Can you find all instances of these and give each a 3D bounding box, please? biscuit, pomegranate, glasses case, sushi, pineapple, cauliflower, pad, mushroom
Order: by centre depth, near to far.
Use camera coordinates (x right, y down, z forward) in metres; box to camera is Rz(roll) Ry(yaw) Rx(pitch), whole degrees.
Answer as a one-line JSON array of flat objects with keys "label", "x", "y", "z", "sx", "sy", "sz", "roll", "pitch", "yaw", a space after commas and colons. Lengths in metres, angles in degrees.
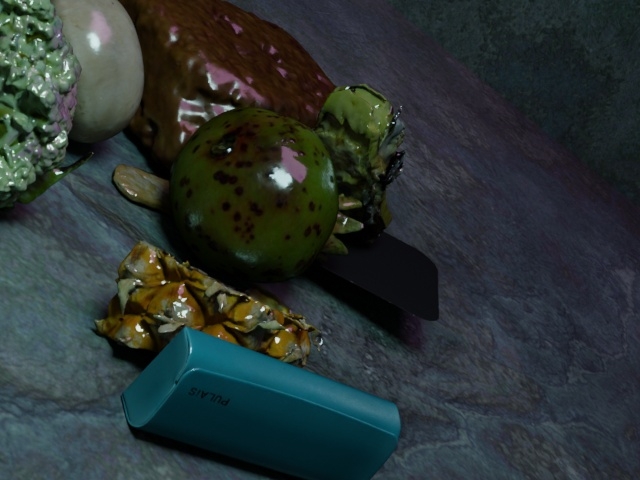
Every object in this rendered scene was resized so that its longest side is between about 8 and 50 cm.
[{"label": "cauliflower", "x": -0.387, "y": -0.154, "z": 1.395, "sx": 0.315, "sy": 0.239, "sz": 0.256, "roll": 20, "pitch": 61, "yaw": -30}, {"label": "glasses case", "x": -0.053, "y": 0.189, "z": 1.411, "sx": 0.301, "sy": 0.117, "sz": 0.070, "roll": 24, "pitch": 30, "yaw": -35}, {"label": "pineapple", "x": -0.121, "y": 0.087, "z": 1.461, "sx": 0.236, "sy": 0.114, "sz": 0.186, "roll": 24, "pitch": 4, "yaw": -15}, {"label": "mushroom", "x": -0.323, "y": -0.217, "z": 1.669, "sx": 0.204, "sy": 0.204, "sz": 0.204, "roll": 35, "pitch": 23, "yaw": -17}, {"label": "pomegranate", "x": -0.053, "y": -0.038, "z": 1.702, "sx": 0.286, "sy": 0.231, "sz": 0.231, "roll": 33, "pitch": 23, "yaw": -29}, {"label": "biscuit", "x": -0.212, "y": -0.062, "z": 1.743, "sx": 0.147, "sy": 0.018, "sz": 0.071, "roll": 22, "pitch": 32, "yaw": -43}, {"label": "sushi", "x": 0.044, "y": -0.115, "z": 1.866, "sx": 0.139, "sy": 0.131, "sz": 0.291, "roll": 35, "pitch": -20, "yaw": 20}, {"label": "biscuit", "x": -0.135, "y": -0.227, "z": 1.958, "sx": 0.395, "sy": 0.166, "sz": 0.342, "roll": 8, "pitch": 39, "yaw": -51}, {"label": "pad", "x": 0.000, "y": -0.001, "z": 1.984, "sx": 0.375, "sy": 0.063, "sz": 0.315, "roll": 29, "pitch": 23, "yaw": -7}]
